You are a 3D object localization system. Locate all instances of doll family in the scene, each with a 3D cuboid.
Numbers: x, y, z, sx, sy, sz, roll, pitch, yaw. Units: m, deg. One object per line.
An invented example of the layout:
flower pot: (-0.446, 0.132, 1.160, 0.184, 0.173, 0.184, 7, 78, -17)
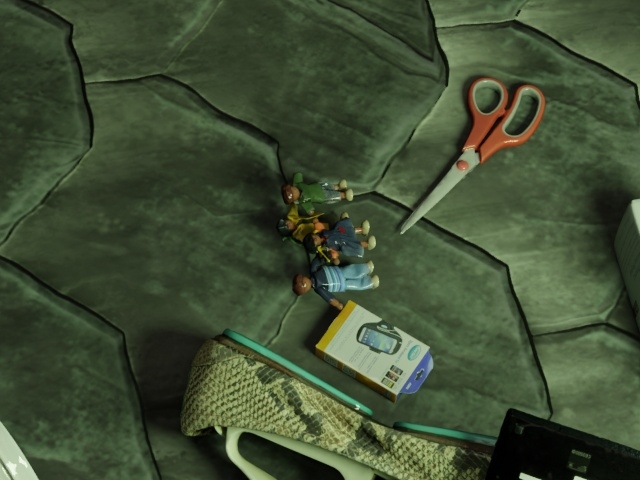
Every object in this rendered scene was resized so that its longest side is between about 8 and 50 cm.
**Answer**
doll family: (0.000, 0.000, 2.144, 0.111, 0.076, 0.193, -4, 45, -28)

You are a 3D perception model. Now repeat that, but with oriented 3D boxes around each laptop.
laptop: (0.283, 0.347, 1.849, 0.234, 0.136, 0.264, 17, 86, 17)

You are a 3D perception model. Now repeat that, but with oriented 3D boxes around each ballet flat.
ballet flat: (0.056, 0.259, 1.976, 0.482, 0.164, 0.182, 19, 82, 14)

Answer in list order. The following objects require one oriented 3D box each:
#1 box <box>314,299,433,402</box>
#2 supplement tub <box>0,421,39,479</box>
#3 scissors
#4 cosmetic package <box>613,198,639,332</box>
box: (0.071, 0.141, 2.100, 0.136, 0.028, 0.081, 31, 63, 12)
supplement tub: (-0.460, 0.311, 1.877, 0.272, 0.191, 0.191, -34, 67, -20)
scissors: (0.208, -0.106, 2.255, 0.109, 0.021, 0.297, 24, 60, 9)
cosmetic package: (0.442, 0.071, 2.110, 0.085, 0.117, 0.231, -7, 59, -6)
